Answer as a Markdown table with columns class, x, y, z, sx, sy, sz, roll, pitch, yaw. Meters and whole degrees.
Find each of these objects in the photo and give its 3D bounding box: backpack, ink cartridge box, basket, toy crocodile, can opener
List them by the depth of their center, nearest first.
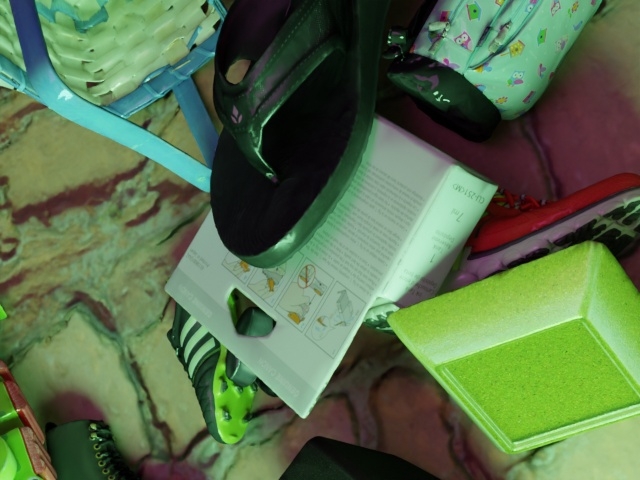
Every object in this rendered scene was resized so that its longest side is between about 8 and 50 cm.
| class | x | y | z | sx | sy | sz | roll | pitch | yaw |
| --- | --- | --- | --- | --- | --- | --- | --- | --- | --- |
| backpack | 0.149 | -0.180 | 1.407 | 0.115 | 0.152 | 0.182 | 34 | 89 | 20 |
| ink cartridge box | 0.000 | 0.000 | 1.435 | 0.275 | 0.060 | 0.239 | 37 | 99 | 52 |
| can opener | -0.020 | 0.052 | 1.508 | 0.059 | 0.073 | 0.186 | 21 | 85 | 37 |
| basket | -0.201 | -0.192 | 1.527 | 0.201 | 0.255 | 0.289 | -32 | 58 | 20 |
| toy crocodile | -0.308 | 0.186 | 1.591 | 0.105 | 0.115 | 0.340 | -27 | 46 | -7 |

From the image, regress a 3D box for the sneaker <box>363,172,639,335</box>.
| class | x | y | z | sx | sy | sz | roll | pitch | yaw |
| --- | --- | --- | --- | --- | --- | --- | --- | --- | --- |
| sneaker | 0.141 | -0.013 | 1.401 | 0.279 | 0.107 | 0.118 | -21 | 69 | 25 |

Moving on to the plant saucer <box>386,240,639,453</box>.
| class | x | y | z | sx | sy | sz | roll | pitch | yaw |
| --- | --- | --- | --- | --- | --- | --- | --- | --- | --- |
| plant saucer | 0.176 | 0.100 | 1.319 | 0.188 | 0.188 | 0.045 | -22 | 41 | 25 |

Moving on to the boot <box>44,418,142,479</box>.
| class | x | y | z | sx | sy | sz | roll | pitch | yaw |
| --- | --- | --- | --- | --- | --- | --- | --- | --- | --- |
| boot | -0.186 | 0.222 | 1.571 | 0.198 | 0.077 | 0.137 | -14 | 72 | 26 |

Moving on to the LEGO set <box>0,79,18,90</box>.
| class | x | y | z | sx | sy | sz | roll | pitch | yaw |
| --- | --- | --- | --- | --- | --- | --- | --- | --- | --- |
| LEGO set | -0.410 | -0.174 | 1.731 | 0.227 | 0.093 | 0.087 | 25 | 96 | 29 |

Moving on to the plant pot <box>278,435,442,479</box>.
| class | x | y | z | sx | sy | sz | roll | pitch | yaw |
| --- | --- | --- | --- | --- | --- | --- | --- | --- | --- |
| plant pot | 0.039 | 0.270 | 1.384 | 0.188 | 0.187 | 0.167 | -55 | 49 | 12 |

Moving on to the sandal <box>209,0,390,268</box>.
| class | x | y | z | sx | sy | sz | roll | pitch | yaw |
| --- | --- | --- | --- | --- | --- | --- | --- | --- | --- |
| sandal | -0.023 | -0.191 | 1.441 | 0.167 | 0.107 | 0.446 | -7 | 61 | 46 |

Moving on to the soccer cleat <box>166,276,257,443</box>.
| class | x | y | z | sx | sy | sz | roll | pitch | yaw |
| --- | --- | --- | --- | --- | --- | --- | --- | --- | --- |
| soccer cleat | -0.104 | 0.106 | 1.551 | 0.072 | 0.060 | 0.179 | -23 | 66 | 35 |
